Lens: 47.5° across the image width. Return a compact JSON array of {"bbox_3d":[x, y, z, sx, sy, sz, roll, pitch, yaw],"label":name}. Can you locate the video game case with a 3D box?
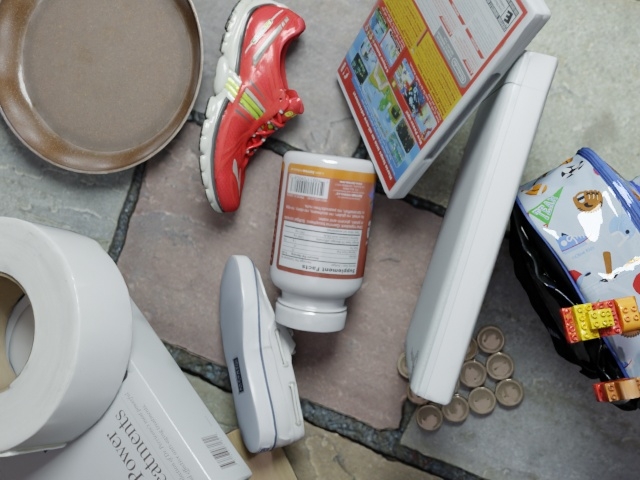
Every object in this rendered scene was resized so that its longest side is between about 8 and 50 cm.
[{"bbox_3d":[0.113,-0.209,0.794,0.285,0.025,0.204,-54,48,48],"label":"video game case"}]

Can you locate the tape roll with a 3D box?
[{"bbox_3d":[-0.375,0.117,0.900,0.286,0.100,0.286,-4,80,22],"label":"tape roll"}]

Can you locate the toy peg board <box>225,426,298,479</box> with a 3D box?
[{"bbox_3d":[-0.112,0.341,1.005,0.161,0.079,0.161,-26,90,-3],"label":"toy peg board"}]

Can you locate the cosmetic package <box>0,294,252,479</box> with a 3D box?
[{"bbox_3d":[-0.310,0.251,0.960,0.284,0.097,0.377,-46,68,14],"label":"cosmetic package"}]

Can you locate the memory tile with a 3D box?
[{"bbox_3d":[0.183,0.180,0.956,0.148,0.012,0.113,-20,92,12],"label":"memory tile"}]

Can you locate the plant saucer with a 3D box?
[{"bbox_3d":[-0.299,-0.246,0.984,0.311,0.050,0.310,1,96,10],"label":"plant saucer"}]

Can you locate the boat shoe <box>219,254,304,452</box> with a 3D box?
[{"bbox_3d":[-0.076,0.145,0.967,0.084,0.095,0.258,-3,80,-30],"label":"boat shoe"}]

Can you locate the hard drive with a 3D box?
[{"bbox_3d":[0.169,-0.019,0.819,0.047,0.233,0.353,16,96,3],"label":"hard drive"}]

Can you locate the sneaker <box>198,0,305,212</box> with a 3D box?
[{"bbox_3d":[-0.082,-0.164,0.927,0.118,0.107,0.279,13,100,0],"label":"sneaker"}]

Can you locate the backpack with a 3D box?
[{"bbox_3d":[0.325,0.025,0.797,0.213,0.276,0.263,-37,82,7],"label":"backpack"}]

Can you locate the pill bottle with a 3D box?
[{"bbox_3d":[0.000,0.000,0.917,0.121,0.121,0.216,9,98,10],"label":"pill bottle"}]

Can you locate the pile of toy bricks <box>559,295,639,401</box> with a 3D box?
[{"bbox_3d":[0.327,0.075,0.615,0.212,0.105,0.118,-11,78,-1],"label":"pile of toy bricks"}]
